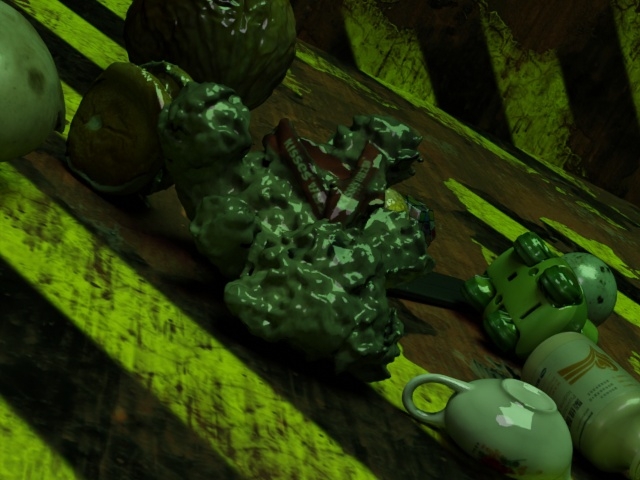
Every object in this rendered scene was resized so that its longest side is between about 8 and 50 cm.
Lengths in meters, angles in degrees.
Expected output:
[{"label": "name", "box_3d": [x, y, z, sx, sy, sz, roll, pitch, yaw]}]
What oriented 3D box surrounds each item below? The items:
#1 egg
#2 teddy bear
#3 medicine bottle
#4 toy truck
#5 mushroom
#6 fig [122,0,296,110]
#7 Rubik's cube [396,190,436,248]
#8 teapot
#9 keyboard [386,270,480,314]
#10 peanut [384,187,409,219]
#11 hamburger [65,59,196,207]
[{"label": "egg", "box_3d": [0.407, 0.080, 2.135, 0.131, 0.131, 0.164, 28, 5, -2]}, {"label": "teddy bear", "box_3d": [0.000, 0.000, 1.536, 0.357, 0.224, 0.367, 9, 31, -34]}, {"label": "medicine bottle", "box_3d": [0.355, 0.219, 1.616, 0.114, 0.114, 0.252, 16, 20, -39]}, {"label": "toy truck", "box_3d": [0.319, 0.109, 1.888, 0.210, 0.148, 0.187, 46, 13, -16]}, {"label": "mushroom", "box_3d": [-0.392, -0.171, 1.435, 0.255, 0.184, 0.255, 30, 14, -8]}, {"label": "fig", "box_3d": [-0.160, -0.273, 2.134, 0.286, 0.286, 0.368, 18, 42, -35]}, {"label": "Rubik's cube", "box_3d": [0.121, -0.020, 2.016, 0.093, 0.111, 0.111, -11, 35, -28]}, {"label": "teapot", "box_3d": [0.198, 0.201, 1.458, 0.226, 0.092, 0.145, 26, 14, 2]}, {"label": "keyboard", "box_3d": [0.112, 0.048, 1.890, 0.381, 0.041, 0.103, 24, 17, -45]}, {"label": "peanut", "box_3d": [0.052, -0.050, 1.951, 0.087, 0.087, 0.207, 17, 2, -36]}, {"label": "hamburger", "box_3d": [-0.223, -0.130, 1.651, 0.113, 0.177, 0.185, -1, 76, -61]}]
